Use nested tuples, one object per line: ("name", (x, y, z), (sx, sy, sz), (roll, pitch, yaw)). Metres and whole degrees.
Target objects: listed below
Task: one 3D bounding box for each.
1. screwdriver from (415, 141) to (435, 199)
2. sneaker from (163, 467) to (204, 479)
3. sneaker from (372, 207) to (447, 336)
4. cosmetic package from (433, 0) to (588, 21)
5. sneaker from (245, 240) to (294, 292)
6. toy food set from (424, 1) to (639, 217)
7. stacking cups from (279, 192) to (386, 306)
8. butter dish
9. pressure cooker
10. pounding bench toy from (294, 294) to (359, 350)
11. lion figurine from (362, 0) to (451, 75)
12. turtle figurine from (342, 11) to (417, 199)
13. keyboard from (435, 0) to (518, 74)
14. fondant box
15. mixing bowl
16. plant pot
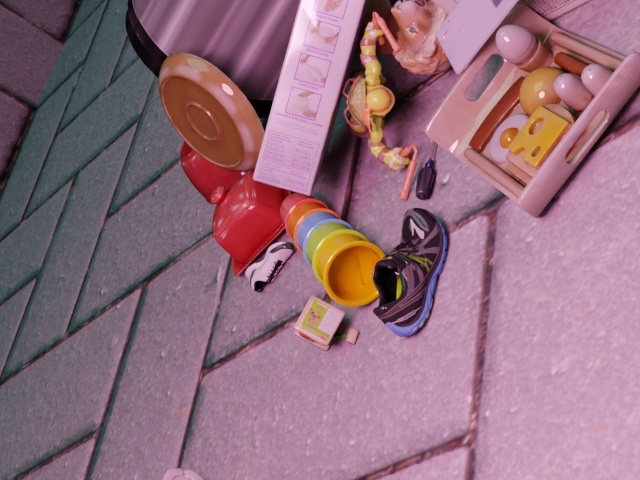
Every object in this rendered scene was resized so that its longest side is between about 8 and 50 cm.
("screwdriver", (0.160, -0.121, 1.711), (0.024, 0.025, 0.170), (-32, 27, 44))
("sneaker", (-0.211, 0.437, 1.684), (0.095, 0.090, 0.235), (-53, 19, 41))
("sneaker", (0.110, 0.031, 1.548), (0.067, 0.078, 0.188), (-27, 38, 47))
("cosmetic package", (0.296, -0.392, 1.610), (0.296, 0.153, 0.129), (-21, 43, 50))
("sneaker", (-0.076, 0.043, 1.928), (0.109, 0.040, 0.043), (-45, 44, 33))
("toy food set", (0.255, -0.174, 1.504), (0.219, 0.092, 0.306), (-54, 25, 8))
("stacking cups", (0.000, 0.000, 1.761), (0.096, 0.096, 0.316), (-56, 25, 4))
("butter dish", (-0.132, -0.051, 2.029), (0.160, 0.118, 0.160), (-44, 29, 27))
("pressure cooker", (-0.142, -0.427, 2.149), (0.375, 0.370, 0.420), (53, 129, 20))
("pounding bench toy", (0.012, 0.122, 1.661), (0.052, 0.083, 0.065), (-61, -6, -12))
("lion figurine", (0.147, -0.352, 1.886), (0.392, 0.142, 0.240), (-179, 111, -77))
("turtle figurine", (0.076, -0.191, 1.778), (0.217, 0.087, 0.269), (-138, 36, -84))
("keyboard", (0.227, -0.322, 1.556), (0.072, 0.014, 0.256), (61, 141, 21))
("fondant box", (-0.005, -0.258, 1.852), (0.238, 0.096, 0.330), (-73, -2, -73))
("mixing bowl", (-0.205, -0.171, 2.321), (0.181, 0.098, 0.181), (-43, 29, 31))
("plant pot", (-0.186, -0.202, 1.992), (0.032, 0.236, 0.236), (-44, 17, -28))
